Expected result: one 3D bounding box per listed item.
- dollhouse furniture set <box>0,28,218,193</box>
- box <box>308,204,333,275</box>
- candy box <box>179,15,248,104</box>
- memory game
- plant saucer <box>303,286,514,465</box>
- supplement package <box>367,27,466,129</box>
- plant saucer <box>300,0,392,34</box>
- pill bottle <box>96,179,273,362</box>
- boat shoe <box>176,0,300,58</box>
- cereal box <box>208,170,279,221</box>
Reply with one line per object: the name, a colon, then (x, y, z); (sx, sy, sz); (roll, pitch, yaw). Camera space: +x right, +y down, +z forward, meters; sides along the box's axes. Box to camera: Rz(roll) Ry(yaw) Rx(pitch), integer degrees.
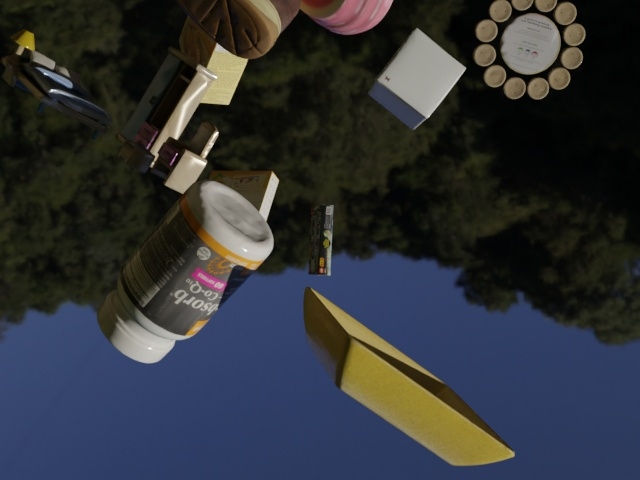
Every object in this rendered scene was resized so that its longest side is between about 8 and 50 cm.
dollhouse furniture set: (-0.345, -0.265, 1.749); (0.198, 0.303, 0.286); (-59, -142, 6)
box: (0.000, 0.000, 2.041); (0.027, 0.137, 0.094); (3, 177, -12)
candy box: (-0.190, -0.443, 2.070); (0.087, 0.316, 0.183); (0, -126, -25)
memory game: (0.339, -0.320, 1.700); (0.186, 0.186, 0.012); (-14, -164, 4)
plant saucer: (0.112, 0.227, 1.659); (0.081, 0.333, 0.333); (-53, -164, 2)
supplement package: (0.153, -0.259, 1.698); (0.105, 0.105, 0.179); (-51, -179, 0)
plant saucer: (0.014, -0.547, 1.951); (0.084, 0.332, 0.332); (-21, -156, -31)
pill bottle: (-0.214, 0.052, 1.615); (0.278, 0.162, 0.162); (-47, -164, 21)
boat shoe: (-0.156, -0.372, 1.220); (0.123, 0.342, 0.123); (-53, -168, -34)
cereal box: (-0.208, -0.051, 2.415); (0.173, 0.047, 0.240); (3, -118, 27)
